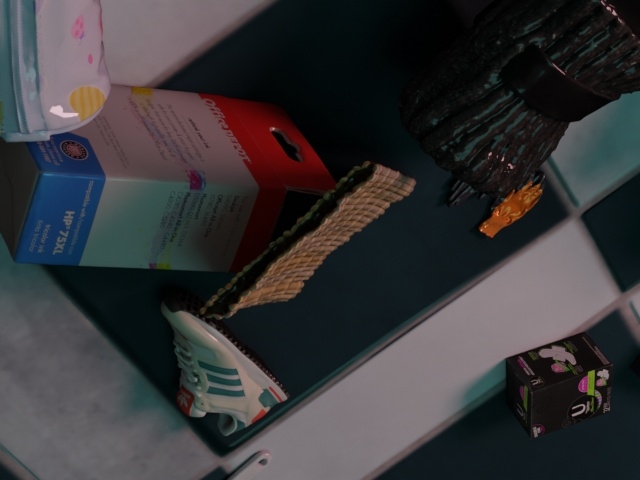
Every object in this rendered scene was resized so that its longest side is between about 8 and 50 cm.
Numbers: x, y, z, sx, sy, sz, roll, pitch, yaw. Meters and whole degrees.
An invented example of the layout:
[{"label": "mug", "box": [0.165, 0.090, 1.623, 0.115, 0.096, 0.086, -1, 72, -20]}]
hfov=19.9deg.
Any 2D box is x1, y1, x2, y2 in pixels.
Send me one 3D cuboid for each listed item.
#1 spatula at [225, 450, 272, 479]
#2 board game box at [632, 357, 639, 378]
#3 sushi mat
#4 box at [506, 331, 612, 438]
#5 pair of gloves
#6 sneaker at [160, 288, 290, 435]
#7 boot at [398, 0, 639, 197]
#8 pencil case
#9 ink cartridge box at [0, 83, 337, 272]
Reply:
[{"label": "spatula", "box": [-0.104, 0.293, 1.641, 0.242, 0.019, 0.168, -39, 132, 6]}, {"label": "board game box", "box": [0.427, 0.093, 1.731, 0.194, 0.060, 0.194, 22, 113, -37]}, {"label": "sushi mat", "box": [0.000, 0.000, 1.321, 0.151, 0.019, 0.316, -43, 175, 5]}, {"label": "box", "box": [0.216, 0.132, 1.657, 0.083, 0.052, 0.062, -16, 130, -14]}, {"label": "pair of gloves", "box": [0.147, -0.041, 1.514, 0.074, 0.010, 0.083, -44, 132, 10]}, {"label": "sneaker", "box": [-0.092, 0.106, 1.473, 0.075, 0.057, 0.161, -42, 136, 0]}, {"label": "boot", "box": [0.238, -0.146, 1.395, 0.348, 0.131, 0.260, 11, 127, -44]}, {"label": "pencil case", "box": [-0.188, -0.197, 1.140, 0.113, 0.124, 0.273, -12, 130, -20]}, {"label": "ink cartridge box", "box": [-0.116, -0.045, 1.289, 0.231, 0.134, 0.078, 4, 123, -29]}]
